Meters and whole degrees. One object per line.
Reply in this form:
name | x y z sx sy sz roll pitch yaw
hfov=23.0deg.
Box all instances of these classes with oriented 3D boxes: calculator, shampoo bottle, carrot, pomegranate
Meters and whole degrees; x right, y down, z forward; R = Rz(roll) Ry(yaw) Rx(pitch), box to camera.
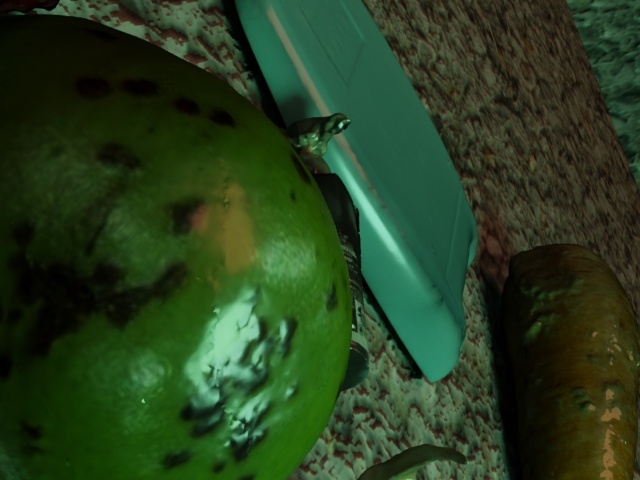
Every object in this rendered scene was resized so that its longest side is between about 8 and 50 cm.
calculator | 0.032 -0.092 1.259 0.386 0.054 0.256 59 22 -20
shampoo bottle | 0.000 0.001 1.053 0.057 0.063 0.207 64 16 -51
carrot | 0.241 0.130 1.487 0.138 0.139 0.302 52 27 -42
pomegranate | -0.107 0.033 0.571 0.263 0.211 0.211 -38 113 -27

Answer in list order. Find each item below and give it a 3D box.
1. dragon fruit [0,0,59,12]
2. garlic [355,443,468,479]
dragon fruit | -0.119 -0.165 0.497 0.122 0.092 0.192 4 60 -57
garlic | 0.068 0.222 0.867 0.245 0.164 0.145 58 39 -18
